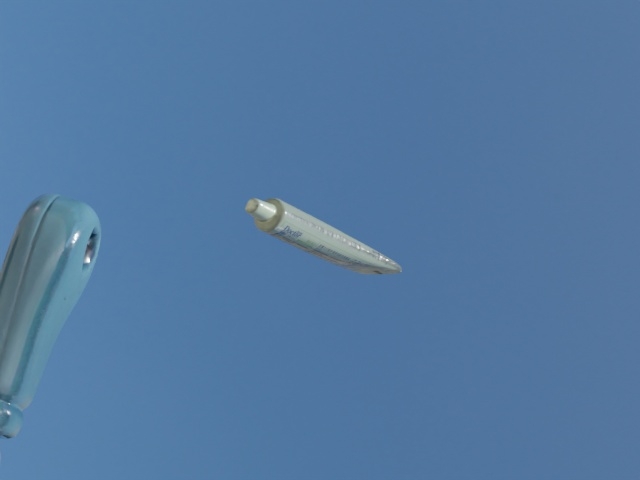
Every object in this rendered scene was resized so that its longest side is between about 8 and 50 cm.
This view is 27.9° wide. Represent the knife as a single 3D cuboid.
[{"bbox_3d":[-0.139,0.098,0.526,0.032,0.058,0.244,16,-101,-1],"label":"knife"}]

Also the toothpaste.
[{"bbox_3d":[0.000,0.000,1.088,0.048,0.197,0.029,-5,-109,35],"label":"toothpaste"}]
